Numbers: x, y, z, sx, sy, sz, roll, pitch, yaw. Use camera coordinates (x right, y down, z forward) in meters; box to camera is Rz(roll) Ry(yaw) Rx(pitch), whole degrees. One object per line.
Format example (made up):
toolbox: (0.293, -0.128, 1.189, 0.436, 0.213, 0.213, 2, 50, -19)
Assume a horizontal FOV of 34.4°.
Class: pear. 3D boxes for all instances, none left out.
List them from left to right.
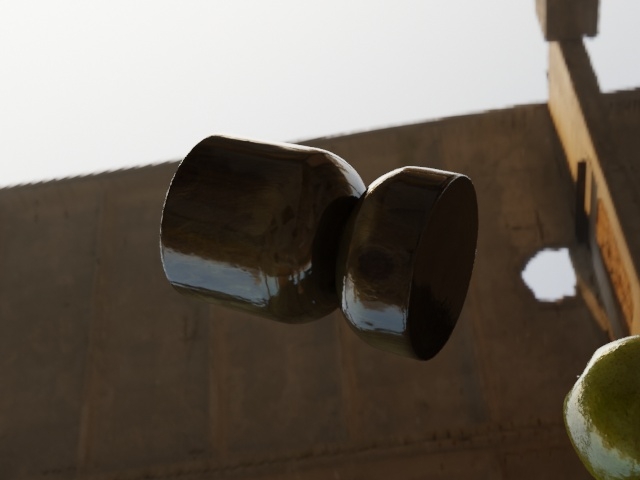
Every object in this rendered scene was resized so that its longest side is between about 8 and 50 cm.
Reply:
pear: (0.383, 0.203, 1.186, 0.198, 0.198, 0.198, -6, -133, 7)

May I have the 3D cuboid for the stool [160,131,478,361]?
stool: (0.000, 0.000, 1.009, 0.264, 0.179, 0.179, 13, -128, 24)
